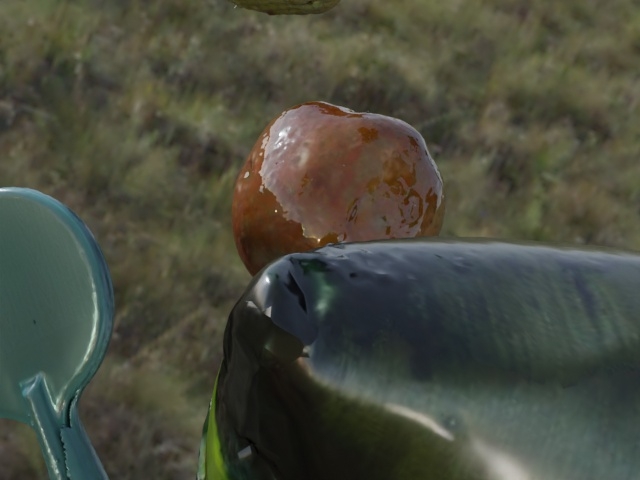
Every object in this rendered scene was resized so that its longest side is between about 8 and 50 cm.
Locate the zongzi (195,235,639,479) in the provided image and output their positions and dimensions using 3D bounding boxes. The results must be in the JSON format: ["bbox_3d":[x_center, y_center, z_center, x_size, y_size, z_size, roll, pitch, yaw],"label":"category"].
[{"bbox_3d":[0.045,0.089,0.597,0.319,0.383,0.362,14,39,-22],"label":"zongzi"}]

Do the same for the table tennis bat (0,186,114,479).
[{"bbox_3d":[-0.156,0.068,0.835,0.033,0.124,0.201,-1,66,-67],"label":"table tennis bat"}]

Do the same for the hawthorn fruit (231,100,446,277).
[{"bbox_3d":[-0.003,-0.010,1.058,0.149,0.189,0.149,39,-18,15],"label":"hawthorn fruit"}]

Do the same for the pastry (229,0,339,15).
[{"bbox_3d":[-0.019,-0.277,1.267,0.093,0.182,0.192,28,-11,-36],"label":"pastry"}]
